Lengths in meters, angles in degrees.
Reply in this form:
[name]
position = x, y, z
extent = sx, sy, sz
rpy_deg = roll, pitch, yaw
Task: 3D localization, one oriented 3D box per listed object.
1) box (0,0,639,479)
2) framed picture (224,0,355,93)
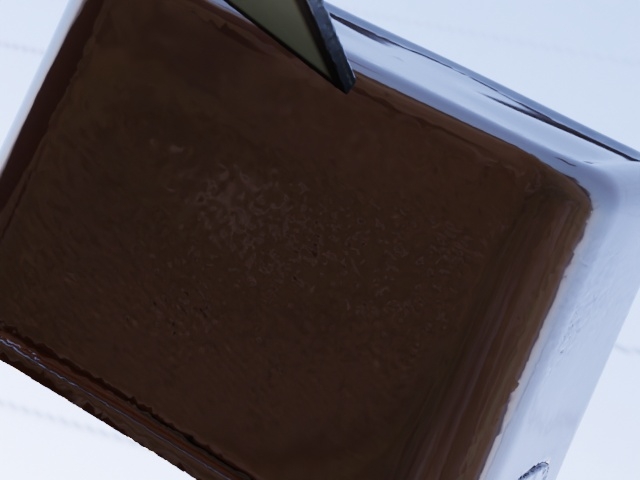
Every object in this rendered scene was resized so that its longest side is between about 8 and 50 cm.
[box]
position = 0.000, 0.000, 0.978
extent = 0.339, 0.239, 0.229
rpy_deg = 29, -77, 19
[framed picture]
position = -0.103, -0.193, 0.702
extent = 0.244, 0.013, 0.324
rpy_deg = 39, -8, 22
